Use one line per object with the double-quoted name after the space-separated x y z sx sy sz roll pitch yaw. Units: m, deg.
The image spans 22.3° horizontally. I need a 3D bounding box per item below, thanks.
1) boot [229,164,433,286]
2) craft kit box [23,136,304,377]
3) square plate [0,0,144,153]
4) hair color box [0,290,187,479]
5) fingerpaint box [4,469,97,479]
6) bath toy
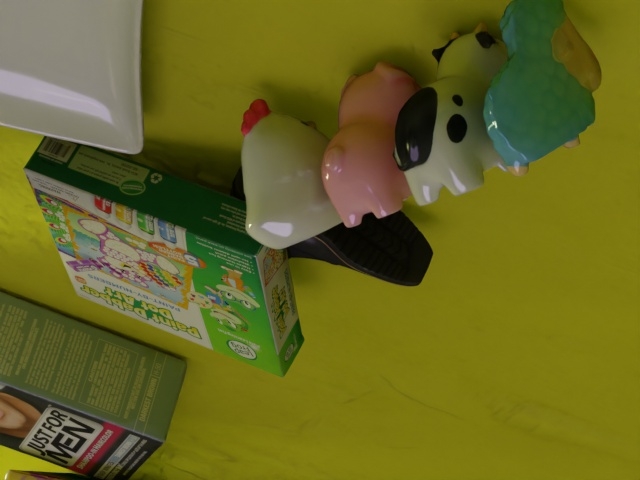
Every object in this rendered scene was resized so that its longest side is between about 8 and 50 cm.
0.000 0.000 1.553 0.198 0.077 0.137 30 152 -1 "boot"
-0.147 0.017 1.585 0.250 0.061 0.246 20 156 17 "craft kit box"
-0.307 -0.216 1.336 0.347 0.049 0.344 13 148 1 "square plate"
-0.366 0.154 1.894 0.375 0.113 0.185 22 148 -13 "hair color box"
-0.324 0.524 2.054 0.163 0.444 0.371 10 171 4 "fingerpaint box"
0.059 -0.093 1.321 0.348 0.151 0.129 -18 98 45 "bath toy"
